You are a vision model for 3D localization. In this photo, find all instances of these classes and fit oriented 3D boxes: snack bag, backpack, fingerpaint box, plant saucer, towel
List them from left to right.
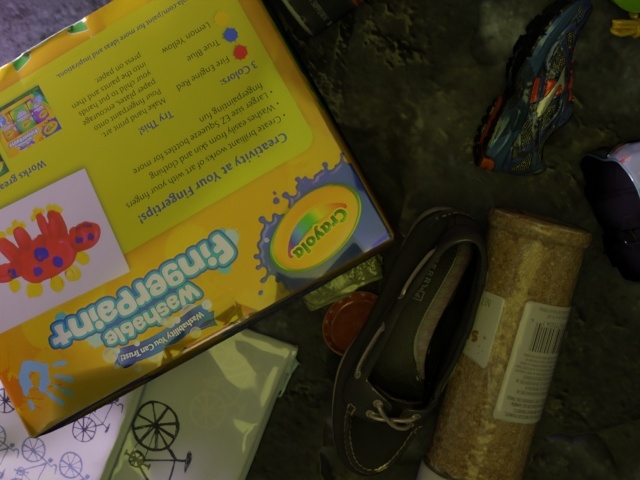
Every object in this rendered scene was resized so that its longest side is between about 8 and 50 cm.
[{"bbox_3d":[-0.233,0.217,1.380,0.343,0.037,0.323,22,98,2],"label":"snack bag"},{"bbox_3d":[-0.192,-0.053,1.258,0.445,0.163,0.371,-30,86,6],"label":"fingerpaint box"},{"bbox_3d":[0.000,0.000,1.336,0.110,0.027,0.148,-28,94,7],"label":"towel"},{"bbox_3d":[0.043,0.099,1.331,0.083,0.013,0.083,-10,59,18],"label":"plant saucer"},{"bbox_3d":[0.371,-0.034,1.217,0.144,0.188,0.165,-17,95,7],"label":"backpack"}]

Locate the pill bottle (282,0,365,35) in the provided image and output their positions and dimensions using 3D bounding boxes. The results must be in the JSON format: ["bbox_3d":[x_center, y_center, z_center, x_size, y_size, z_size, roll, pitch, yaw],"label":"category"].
[{"bbox_3d":[0.053,-0.344,1.236,0.246,0.130,0.130,-35,93,9],"label":"pill bottle"}]

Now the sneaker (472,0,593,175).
[{"bbox_3d":[0.251,-0.172,1.275,0.087,0.083,0.221,22,104,-11],"label":"sneaker"}]

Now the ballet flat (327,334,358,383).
[{"bbox_3d":[0.086,0.119,1.342,0.173,0.049,0.057,-29,53,6],"label":"ballet flat"}]

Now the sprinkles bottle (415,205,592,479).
[{"bbox_3d":[0.206,0.144,1.289,0.121,0.121,0.355,15,98,3],"label":"sprinkles bottle"}]

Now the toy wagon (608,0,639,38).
[{"bbox_3d":[0.344,-0.390,1.209,0.267,0.068,0.344,-1,109,-8],"label":"toy wagon"}]

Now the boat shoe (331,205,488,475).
[{"bbox_3d":[0.096,0.124,1.255,0.112,0.095,0.335,16,103,-14],"label":"boat shoe"}]
